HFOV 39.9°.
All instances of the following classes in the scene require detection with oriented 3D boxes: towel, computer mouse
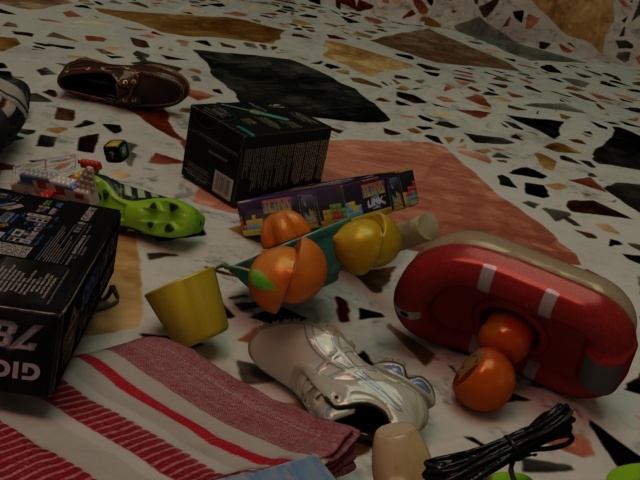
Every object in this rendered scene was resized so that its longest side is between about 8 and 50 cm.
[{"bbox_3d":[-0.147,0.131,0.597,0.237,0.037,0.329,19,11,29],"label":"towel"},{"bbox_3d":[0.127,0.150,0.478,0.106,0.042,0.193,-16,18,-7],"label":"computer mouse"}]

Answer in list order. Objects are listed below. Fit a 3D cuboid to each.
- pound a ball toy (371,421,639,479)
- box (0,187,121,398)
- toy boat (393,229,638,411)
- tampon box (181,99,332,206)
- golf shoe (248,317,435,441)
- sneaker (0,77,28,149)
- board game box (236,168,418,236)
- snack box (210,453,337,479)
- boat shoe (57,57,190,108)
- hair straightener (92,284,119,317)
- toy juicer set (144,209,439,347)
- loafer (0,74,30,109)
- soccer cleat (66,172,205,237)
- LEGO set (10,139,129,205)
[{"bbox_3d":[0.111,0.239,0.514,0.208,0.135,0.319,-8,18,18],"label":"pound a ball toy"},{"bbox_3d":[-0.327,0.013,0.702,0.293,0.073,0.295,9,15,-8],"label":"box"},{"bbox_3d":[0.172,0.096,0.841,0.231,0.151,0.151,22,55,22],"label":"toy boat"},{"bbox_3d":[-0.088,-0.124,1.210,0.161,0.101,0.120,-12,34,-44],"label":"tampon box"},{"bbox_3d":[0.007,0.125,0.758,0.176,0.069,0.086,19,31,17],"label":"golf shoe"},{"bbox_3d":[-0.440,-0.148,1.058,0.126,0.127,0.321,0,-8,-2],"label":"sneaker"},{"bbox_3d":[0.008,-0.046,1.062,0.170,0.048,0.141,-6,6,41],"label":"board game box"},{"bbox_3d":[-0.004,0.225,0.352,0.070,0.207,0.174,-5,28,-33],"label":"snack box"},{"bbox_3d":[-0.318,-0.247,1.419,0.207,0.073,0.073,6,25,5],"label":"boat shoe"},{"bbox_3d":[-0.253,0.081,0.770,0.089,0.047,0.230,23,22,23],"label":"hair straightener"},{"bbox_3d":[0.000,0.000,0.874,0.209,0.089,0.329,-23,-1,38],"label":"toy juicer set"},{"bbox_3d":[-0.504,-0.212,1.265,0.170,0.062,0.061,0,31,-22],"label":"loafer"},{"bbox_3d":[-0.220,-0.036,1.025,0.179,0.060,0.072,15,-1,18],"label":"soccer cleat"},{"bbox_3d":[-0.331,-0.070,0.963,0.244,0.060,0.182,-13,30,-10],"label":"LEGO set"}]
